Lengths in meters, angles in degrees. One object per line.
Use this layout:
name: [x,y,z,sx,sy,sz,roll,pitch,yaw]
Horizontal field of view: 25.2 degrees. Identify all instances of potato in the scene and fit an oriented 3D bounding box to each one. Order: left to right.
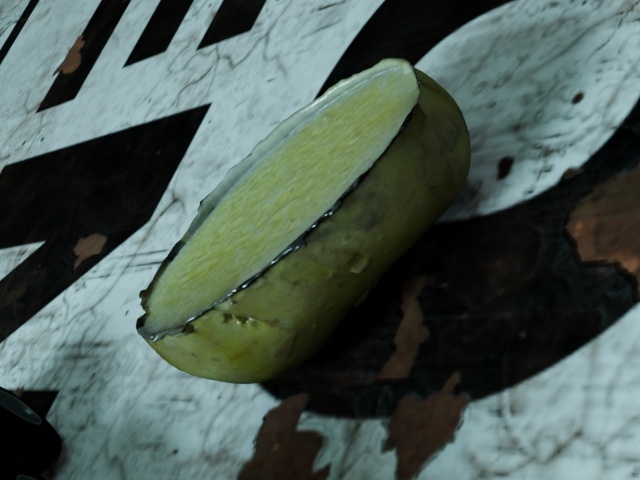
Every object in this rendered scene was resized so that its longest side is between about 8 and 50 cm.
potato: [0.000,0.000,0.740,0.200,0.081,0.164,-43,20,12]

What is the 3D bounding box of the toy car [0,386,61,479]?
toy car: [-0.241,0.189,0.855,0.193,0.118,0.301,-55,26,2]
